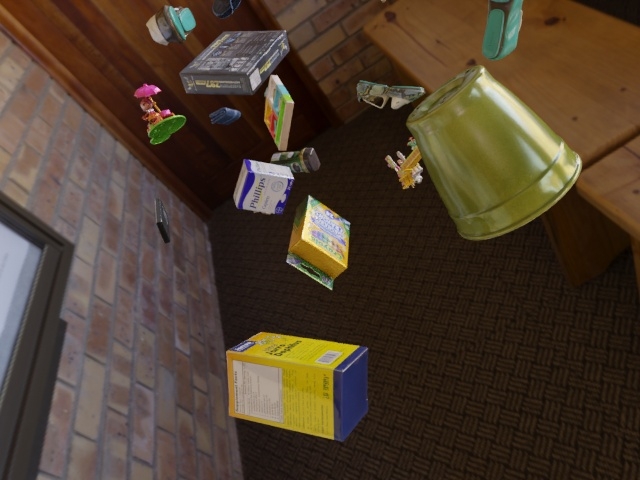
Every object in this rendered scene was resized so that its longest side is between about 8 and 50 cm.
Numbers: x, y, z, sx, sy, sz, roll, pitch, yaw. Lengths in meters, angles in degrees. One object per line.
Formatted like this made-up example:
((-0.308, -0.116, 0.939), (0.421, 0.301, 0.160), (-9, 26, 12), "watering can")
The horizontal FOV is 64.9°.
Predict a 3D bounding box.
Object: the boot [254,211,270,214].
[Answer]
((-0.168, -0.129, 1.652), (0.119, 0.042, 0.086), (0, 87, -6), "boot")

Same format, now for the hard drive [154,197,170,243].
((-0.529, -0.068, 1.686), (0.022, 0.094, 0.135), (-15, 43, -8), "hard drive")

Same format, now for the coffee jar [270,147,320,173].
((-0.097, -0.307, 1.977), (0.185, 0.096, 0.079), (-3, 45, 27), "coffee jar")

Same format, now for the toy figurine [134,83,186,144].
((-0.540, -0.421, 1.632), (0.130, 0.159, 0.173), (-29, -2, -38), "toy figurine")

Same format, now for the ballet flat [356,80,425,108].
((0.181, -0.376, 1.320), (0.189, 0.070, 0.070), (16, 64, 29), "ballet flat")

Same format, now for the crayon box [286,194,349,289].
((0.000, 0.000, 1.812), (0.083, 0.203, 0.322), (-43, 24, 33), "crayon box")

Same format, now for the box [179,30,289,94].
((-0.203, -0.436, 1.226), (0.184, 0.059, 0.232), (8, 46, 19), "box")

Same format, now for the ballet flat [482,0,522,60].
((0.433, -0.547, 1.162), (0.087, 0.247, 0.083), (-22, 38, -31), "ballet flat")

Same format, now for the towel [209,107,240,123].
((-0.295, -0.386, 1.572), (0.067, 0.029, 0.119), (-24, 2, 16), "towel")

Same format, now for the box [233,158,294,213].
((-0.161, -0.149, 1.416), (0.072, 0.137, 0.126), (-113, 38, -48), "box")

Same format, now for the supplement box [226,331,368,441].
((-0.063, 0.397, 1.420), (0.357, 0.195, 0.194), (3, 99, 25), "supplement box")

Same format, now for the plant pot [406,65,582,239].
((0.424, -0.252, 1.338), (0.367, 0.353, 0.366), (-38, 16, 12), "plant pot")

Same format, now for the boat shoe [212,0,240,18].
((-0.325, -0.947, 1.852), (0.258, 0.109, 0.089), (-56, 2, 15), "boat shoe")

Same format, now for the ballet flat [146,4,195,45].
((-0.404, -0.572, 1.354), (0.096, 0.095, 0.280), (-19, 23, 5), "ballet flat")

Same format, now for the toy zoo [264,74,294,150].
((-0.166, -0.497, 1.911), (0.030, 0.192, 0.293), (-2, 39, -21), "toy zoo")

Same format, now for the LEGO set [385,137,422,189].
((0.293, -0.280, 1.694), (0.132, 0.287, 0.107), (-29, 67, -15), "LEGO set")

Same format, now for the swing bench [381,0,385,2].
((0.203, -0.925, 1.545), (0.254, 0.253, 0.165), (-57, 26, 9), "swing bench")
